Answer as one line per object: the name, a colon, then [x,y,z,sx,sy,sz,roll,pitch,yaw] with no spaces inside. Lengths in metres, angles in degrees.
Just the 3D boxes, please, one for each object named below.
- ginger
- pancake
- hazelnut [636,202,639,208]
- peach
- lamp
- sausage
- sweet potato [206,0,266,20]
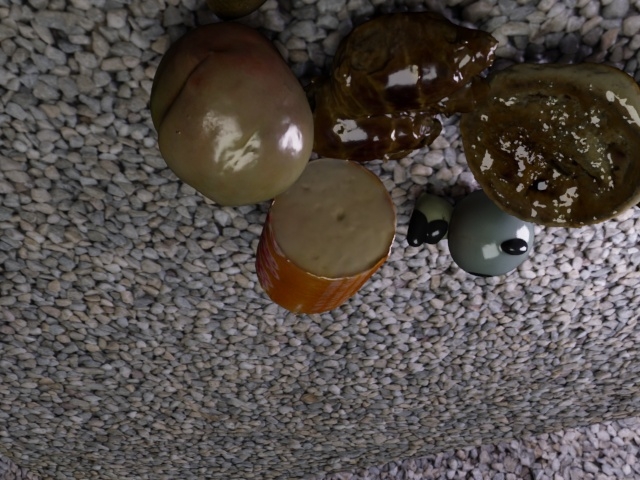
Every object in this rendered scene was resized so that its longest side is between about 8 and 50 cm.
ginger: [0.132,-0.242,1.333,0.274,0.152,0.357,21,138,-26]
pancake: [0.411,-0.159,1.389,0.356,0.065,0.356,18,136,18]
hazelnut: [0.636,-0.155,1.407,0.218,0.234,0.218,7,179,0]
peach: [-0.138,-0.201,1.255,0.247,0.292,0.292,-11,143,-13]
lamp: [0.303,-0.021,1.603,0.244,0.198,0.198,10,144,14]
sausage: [0.000,0.000,1.509,0.233,0.233,0.287,6,161,-10]
sweet potato: [-0.048,-0.419,1.171,0.285,0.085,0.112,-29,170,14]
